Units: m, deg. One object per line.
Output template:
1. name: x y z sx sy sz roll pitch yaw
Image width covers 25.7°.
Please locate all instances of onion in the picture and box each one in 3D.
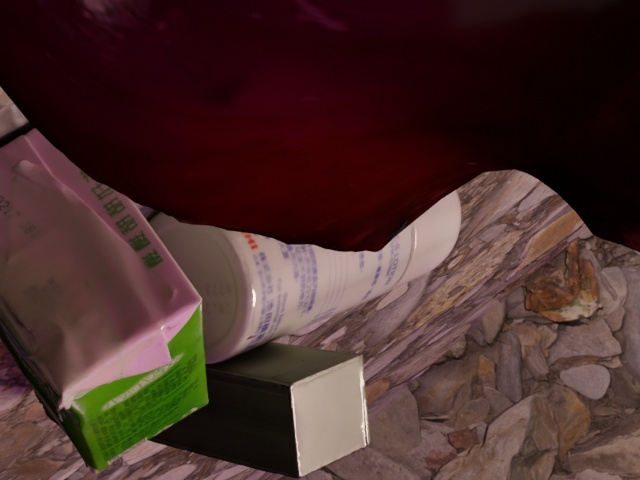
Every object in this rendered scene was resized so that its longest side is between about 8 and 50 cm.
1. onion: 0.088 -0.123 0.487 0.398 0.420 0.398 -42 163 -16

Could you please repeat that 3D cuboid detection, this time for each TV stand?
1. TV stand: -0.090 0.125 1.169 0.269 0.083 0.088 7 -163 42

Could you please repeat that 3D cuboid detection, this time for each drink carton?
1. drink carton: -0.158 0.052 0.939 0.108 0.161 0.271 -34 165 -14

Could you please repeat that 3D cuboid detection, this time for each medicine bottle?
1. medicine bottle: 0.000 0.000 1.217 0.341 0.130 0.130 -20 157 -49
